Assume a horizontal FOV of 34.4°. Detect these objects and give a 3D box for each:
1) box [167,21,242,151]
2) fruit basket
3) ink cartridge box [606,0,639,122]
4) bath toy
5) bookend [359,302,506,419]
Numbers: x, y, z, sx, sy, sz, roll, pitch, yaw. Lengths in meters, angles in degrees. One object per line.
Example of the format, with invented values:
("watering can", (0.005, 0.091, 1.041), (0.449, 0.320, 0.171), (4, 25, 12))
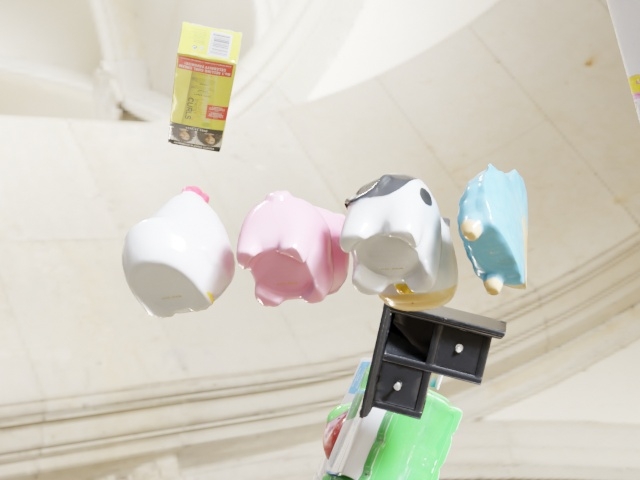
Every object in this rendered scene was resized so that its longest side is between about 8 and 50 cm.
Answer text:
("box", (-0.168, -0.215, 1.485), (0.232, 0.087, 0.058), (114, -16, -61))
("fruit basket", (0.063, 0.324, 1.630), (0.353, 0.165, 0.327), (-8, -125, 65))
("ink cartridge box", (0.373, -0.137, 0.848), (0.168, 0.171, 0.232), (-31, -114, 54))
("bath toy", (0.000, 0.000, 0.897), (0.129, 0.348, 0.151), (-77, 156, -44))
("bookend", (0.144, 0.165, 1.335), (0.156, 0.072, 0.157), (14, -80, 9))
